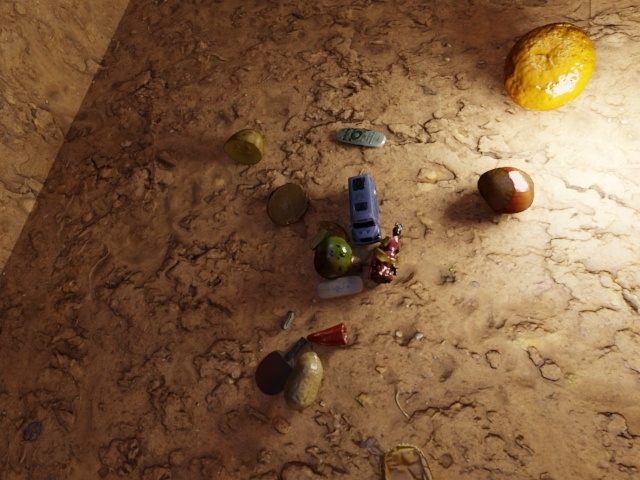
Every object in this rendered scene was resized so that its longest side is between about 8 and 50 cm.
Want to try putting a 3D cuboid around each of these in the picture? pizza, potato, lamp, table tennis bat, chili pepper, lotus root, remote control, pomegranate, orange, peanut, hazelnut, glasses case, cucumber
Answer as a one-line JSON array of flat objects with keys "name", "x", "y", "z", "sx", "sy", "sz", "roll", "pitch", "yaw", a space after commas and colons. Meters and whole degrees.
[{"name": "pizza", "x": 0.040, "y": -0.017, "z": 1.928, "sx": 0.134, "sy": 0.046, "sz": 0.175, "roll": -49, "pitch": 58, "yaw": 0}, {"name": "potato", "x": -0.366, "y": -0.491, "z": 2.211, "sx": 0.203, "sy": 0.178, "sz": 0.158, "roll": -11, "pitch": 48, "yaw": 33}, {"name": "lamp", "x": 0.269, "y": 0.051, "z": 1.787, "sx": 0.118, "sy": 0.118, "sz": 0.253, "roll": 8, "pitch": 72, "yaw": 21}, {"name": "table tennis bat", "x": -0.154, "y": 0.501, "z": 1.787, "sx": 0.274, "sy": 0.021, "sz": 0.154, "roll": -48, "pitch": 62, "yaw": -3}, {"name": "chili pepper", "x": 0.022, "y": 0.383, "z": 1.757, "sx": 0.169, "sy": 0.065, "sz": 0.088, "roll": -11, "pitch": 64, "yaw": 18}, {"name": "lotus root", "x": -0.138, "y": 0.338, "z": 1.846, "sx": 0.037, "sy": 0.030, "sz": 0.083, "roll": 10, "pitch": 64, "yaw": 55}, {"name": "remote control", "x": 0.191, "y": -0.486, "z": 2.081, "sx": 0.256, "sy": 0.045, "sz": 0.097, "roll": 20, "pitch": 74, "yaw": 28}, {"name": "pomegranate", "x": 0.068, "y": 0.080, "z": 1.825, "sx": 0.179, "sy": 0.210, "sz": 0.179, "roll": -30, "pitch": 46, "yaw": 37}, {"name": "orange", "x": 0.922, "y": -0.693, "z": 1.786, "sx": 0.341, "sy": 0.293, "sz": 0.340, "roll": -5, "pitch": 80, "yaw": 28}, {"name": "peanut", "x": -0.062, "y": 0.537, "z": 1.684, "sx": 0.129, "sy": 0.129, "sz": 0.224, "roll": 16, "pitch": 64, "yaw": 24}, {"name": "hazelnut", "x": 0.724, "y": -0.208, "z": 1.704, "sx": 0.210, "sy": 0.186, "sz": 0.210, "roll": -19, "pitch": 51, "yaw": 26}, {"name": "glasses case", "x": 0.082, "y": 0.195, "z": 1.821, "sx": 0.193, "sy": 0.049, "sz": 0.074, "roll": -11, "pitch": 64, "yaw": 13}, {"name": "cucumber", "x": 0.000, "y": 0.000, "z": 1.889, "sx": 0.107, "sy": 0.035, "sz": 0.067, "roll": -52, "pitch": 32, "yaw": -1}]

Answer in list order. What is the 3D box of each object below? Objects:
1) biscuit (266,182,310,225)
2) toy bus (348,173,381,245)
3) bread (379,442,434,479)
[{"name": "biscuit", "x": -0.151, "y": -0.169, "z": 2.060, "sx": 0.226, "sy": 0.042, "sz": 0.226, "roll": -6, "pitch": 65, "yaw": 14}, {"name": "toy bus", "x": 0.183, "y": -0.130, "z": 1.879, "sx": 0.125, "sy": 0.133, "sz": 0.292, "roll": -9, "pitch": 65, "yaw": 14}, {"name": "bread", "x": 0.290, "y": 0.803, "z": 1.443, "sx": 0.179, "sy": 0.133, "sz": 0.250, "roll": -21, "pitch": 64, "yaw": 8}]
